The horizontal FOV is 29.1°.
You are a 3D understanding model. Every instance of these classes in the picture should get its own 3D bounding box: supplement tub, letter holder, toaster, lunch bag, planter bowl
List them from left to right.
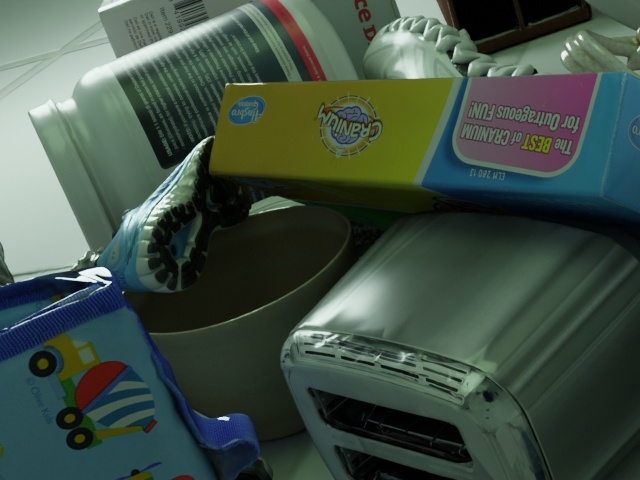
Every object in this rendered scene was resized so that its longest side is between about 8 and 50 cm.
[{"bbox_3d":[-0.165,0.144,0.587,0.293,0.221,0.138,-21,23,2],"label":"lunch bag"},{"bbox_3d":[-0.106,-0.095,1.122,0.272,0.191,0.191,-25,22,-10],"label":"supplement tub"},{"bbox_3d":[-0.039,0.062,0.811,0.162,0.109,0.162,-18,23,8],"label":"planter bowl"},{"bbox_3d":[0.194,-0.372,1.464,0.152,0.214,0.302,-18,23,7],"label":"letter holder"},{"bbox_3d":[0.088,0.071,0.662,0.227,0.129,0.146,8,40,47],"label":"toaster"}]

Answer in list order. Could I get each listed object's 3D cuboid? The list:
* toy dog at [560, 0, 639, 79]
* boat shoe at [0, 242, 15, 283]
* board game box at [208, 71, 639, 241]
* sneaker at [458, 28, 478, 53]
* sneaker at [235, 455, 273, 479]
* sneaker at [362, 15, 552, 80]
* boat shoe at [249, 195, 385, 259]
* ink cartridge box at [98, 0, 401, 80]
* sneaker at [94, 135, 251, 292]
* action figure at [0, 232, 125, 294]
[{"bbox_3d":[0.323,-0.149,0.736,0.333,0.161,0.220,21,29,7],"label":"toy dog"},{"bbox_3d":[-0.365,0.032,1.193,0.119,0.121,0.335,-9,19,-23],"label":"boat shoe"},{"bbox_3d":[0.120,-0.038,0.773,0.242,0.064,0.316,16,-7,-41],"label":"board game box"},{"bbox_3d":[0.129,-0.166,1.256,0.076,0.065,0.166,-20,20,12],"label":"sneaker"},{"bbox_3d":[-0.080,0.163,0.710,0.119,0.047,0.057,-26,27,8],"label":"sneaker"},{"bbox_3d":[0.106,-0.113,1.078,0.118,0.110,0.292,-40,35,-9],"label":"sneaker"},{"bbox_3d":[0.000,0.000,0.993,0.184,0.066,0.063,-7,23,7],"label":"boat shoe"},{"bbox_3d":[-0.059,-0.205,1.312,0.289,0.211,0.121,-19,21,3],"label":"ink cartridge box"},{"bbox_3d":[-0.103,-0.019,0.827,0.073,0.063,0.162,-12,23,28],"label":"sneaker"},{"bbox_3d":[-0.187,0.067,0.895,0.164,0.141,0.276,1,28,27],"label":"action figure"}]
